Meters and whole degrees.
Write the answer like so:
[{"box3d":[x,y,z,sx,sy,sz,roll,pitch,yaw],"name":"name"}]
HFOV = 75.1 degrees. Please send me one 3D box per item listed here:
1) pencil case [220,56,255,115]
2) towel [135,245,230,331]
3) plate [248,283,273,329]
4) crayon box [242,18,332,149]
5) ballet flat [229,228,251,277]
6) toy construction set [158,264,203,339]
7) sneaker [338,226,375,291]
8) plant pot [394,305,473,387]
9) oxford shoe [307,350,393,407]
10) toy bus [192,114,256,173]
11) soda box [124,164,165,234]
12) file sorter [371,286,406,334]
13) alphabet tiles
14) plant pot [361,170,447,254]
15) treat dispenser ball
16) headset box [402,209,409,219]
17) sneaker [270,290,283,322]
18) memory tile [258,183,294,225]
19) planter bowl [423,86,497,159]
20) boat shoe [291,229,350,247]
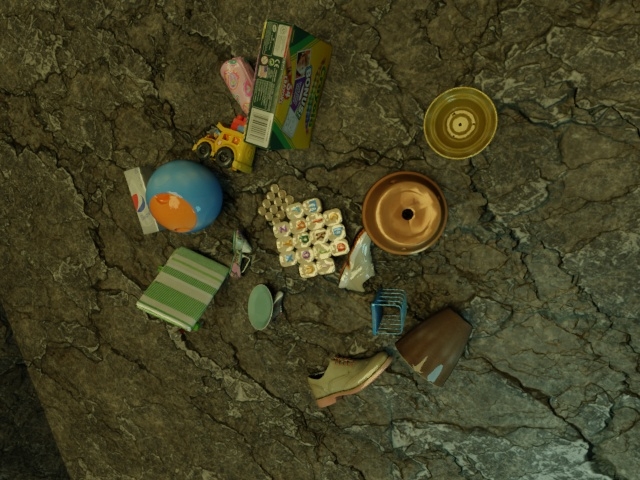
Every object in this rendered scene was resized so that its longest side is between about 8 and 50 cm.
[{"box3d":[-0.249,-0.526,1.525,0.124,0.124,0.284,-31,89,24],"name":"pencil case"},{"box3d":[-0.555,0.189,1.705,0.248,0.325,0.038,26,140,-2],"name":"towel"},{"box3d":[-0.246,0.278,1.743,0.188,0.024,0.188,-10,76,48],"name":"plate"},{"box3d":[-0.099,-0.490,1.373,0.106,0.313,0.363,22,110,18],"name":"crayon box"},{"box3d":[-0.330,0.058,1.739,0.079,0.077,0.221,11,113,-1],"name":"ballet flat"},{"box3d":[-0.634,0.288,1.815,0.257,0.237,0.308,6,106,19],"name":"toy construction set"},{"box3d":[0.160,0.072,1.550,0.121,0.099,0.262,20,111,-3],"name":"sneaker"},{"box3d":[0.419,0.353,1.467,0.215,0.215,0.230,40,99,7],"name":"plant pot"},{"box3d":[0.105,0.524,1.652,0.397,0.140,0.146,-37,82,22],"name":"oxford shoe"},{"box3d":[-0.351,-0.382,1.600,0.220,0.149,0.211,22,97,17],"name":"toy bus"},{"box3d":[-0.749,-0.177,1.819,0.091,0.098,0.286,-10,100,23],"name":"soda box"},{"box3d":[0.252,0.254,1.509,0.104,0.170,0.118,0,103,17],"name":"file sorter"},{"box3d":[-0.037,-0.008,1.557,0.278,0.021,0.284,-14,86,19],"name":"alphabet tiles"},{"box3d":[0.275,-0.087,1.357,0.291,0.203,0.290,1,95,8],"name":"plant pot"},{"box3d":[-0.529,-0.172,1.632,0.288,0.288,0.288,5,105,20],"name":"treat dispenser ball"},{"box3d":[0.273,-0.080,1.490,0.062,0.032,0.083,35,112,9],"name":"headset box"},{"box3d":[-0.182,0.280,1.751,0.065,0.061,0.158,25,115,-13],"name":"sneaker"},{"box3d":[-0.177,-0.139,1.657,0.113,0.012,0.148,37,112,9],"name":"memory tile"},{"box3d":[0.442,-0.368,1.321,0.217,0.090,0.217,5,104,20],"name":"planter bowl"},{"box3d":[0.000,0.000,1.593,0.228,0.069,0.081,8,105,19],"name":"boat shoe"}]
